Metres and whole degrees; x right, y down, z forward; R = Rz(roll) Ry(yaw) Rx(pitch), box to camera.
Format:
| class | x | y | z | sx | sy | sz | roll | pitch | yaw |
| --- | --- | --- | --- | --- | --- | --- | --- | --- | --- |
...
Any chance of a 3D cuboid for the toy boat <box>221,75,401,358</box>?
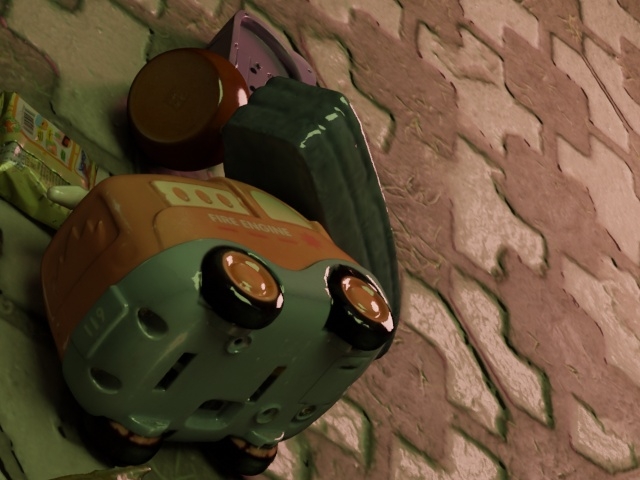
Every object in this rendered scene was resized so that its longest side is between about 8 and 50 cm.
| class | x | y | z | sx | sy | sz | roll | pitch | yaw |
| --- | --- | --- | --- | --- | --- | --- | --- | --- | --- |
| toy boat | 0.000 | 0.000 | 1.569 | 0.078 | 0.127 | 0.283 | -40 | 130 | -36 |

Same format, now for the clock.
| class | x | y | z | sx | sy | sz | roll | pitch | yaw |
| --- | --- | --- | --- | --- | --- | --- | --- | --- | --- |
| clock | -0.062 | -0.143 | 1.785 | 0.110 | 0.050 | 0.153 | 36 | 34 | -24 |

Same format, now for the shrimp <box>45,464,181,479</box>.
| class | x | y | z | sx | sy | sz | roll | pitch | yaw |
| --- | --- | --- | --- | --- | --- | --- | --- | --- | --- |
| shrimp | -0.157 | 0.238 | 1.233 | 0.317 | 0.077 | 0.168 | -13 | 77 | -52 |

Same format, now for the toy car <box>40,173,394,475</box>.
| class | x | y | z | sx | sy | sz | roll | pitch | yaw |
| --- | --- | --- | --- | --- | --- | --- | --- | --- | --- |
| toy car | -0.089 | 0.043 | 1.436 | 0.270 | 0.180 | 0.212 | 12 | 38 | -46 |

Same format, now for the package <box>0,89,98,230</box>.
| class | x | y | z | sx | sy | sz | roll | pitch | yaw |
| --- | --- | --- | --- | --- | --- | --- | --- | --- | --- |
| package | -0.225 | -0.058 | 1.495 | 0.120 | 0.031 | 0.108 | 39 | 32 | -29 |

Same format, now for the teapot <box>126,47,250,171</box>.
| class | x | y | z | sx | sy | sz | roll | pitch | yaw |
| --- | --- | --- | --- | --- | --- | --- | --- | --- | --- |
| teapot | -0.106 | -0.107 | 1.638 | 0.173 | 0.116 | 0.116 | 34 | 23 | 24 |
